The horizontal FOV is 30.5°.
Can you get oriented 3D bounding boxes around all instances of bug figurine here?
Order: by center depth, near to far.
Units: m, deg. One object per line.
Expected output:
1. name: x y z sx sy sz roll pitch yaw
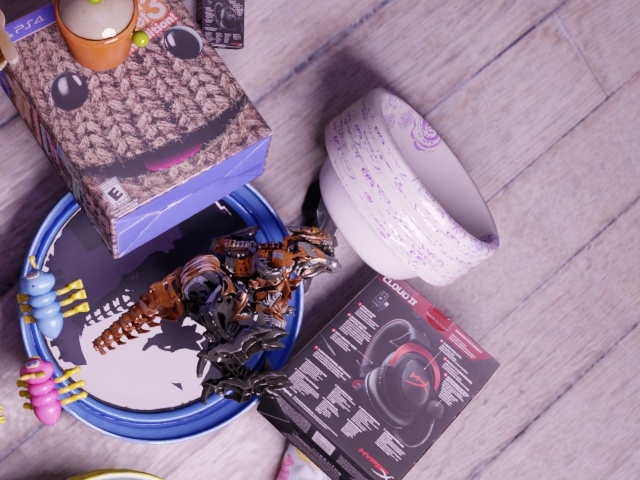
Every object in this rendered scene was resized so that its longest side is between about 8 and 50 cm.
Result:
1. bug figurine: -0.418 0.147 1.464 0.279 0.072 0.216 -16 102 6

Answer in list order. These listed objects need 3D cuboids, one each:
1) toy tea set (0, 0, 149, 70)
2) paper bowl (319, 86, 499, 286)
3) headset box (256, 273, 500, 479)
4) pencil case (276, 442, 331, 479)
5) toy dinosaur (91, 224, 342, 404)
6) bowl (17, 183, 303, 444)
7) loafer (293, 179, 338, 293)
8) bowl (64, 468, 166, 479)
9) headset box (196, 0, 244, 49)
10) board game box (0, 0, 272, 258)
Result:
1. toy tea set: -0.359 -0.296 1.366 0.336 0.124 0.200 -6 70 -10
2. paper bowl: 0.109 -0.061 1.630 0.148 0.284 0.284 -36 109 21
3. headset box: 0.091 0.195 1.641 0.218 0.110 0.293 41 60 10
4. pencil case: -0.033 0.426 1.671 0.113 0.124 0.273 23 85 -22
5. toy dinosaur: -0.124 0.090 1.526 0.322 0.218 0.164 -30 147 8
6. bowl: -0.218 0.079 1.599 0.391 0.077 0.391 -1 94 -22
7. loafer: 0.000 0.000 1.692 0.061 0.062 0.170 19 87 -27
8. bowl: -0.295 0.425 1.543 0.290 0.156 0.289 -3 97 -24
9. headset box: -0.139 -0.310 1.630 0.062 0.032 0.083 -1 93 -23
10. board game box: -0.238 -0.168 1.481 0.232 0.141 0.291 -32 78 -17
